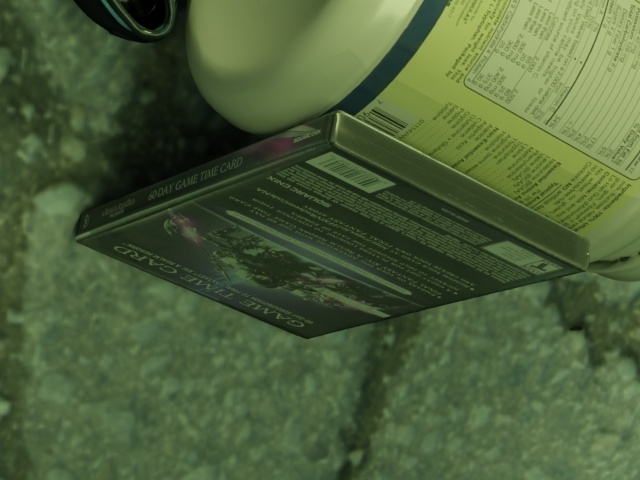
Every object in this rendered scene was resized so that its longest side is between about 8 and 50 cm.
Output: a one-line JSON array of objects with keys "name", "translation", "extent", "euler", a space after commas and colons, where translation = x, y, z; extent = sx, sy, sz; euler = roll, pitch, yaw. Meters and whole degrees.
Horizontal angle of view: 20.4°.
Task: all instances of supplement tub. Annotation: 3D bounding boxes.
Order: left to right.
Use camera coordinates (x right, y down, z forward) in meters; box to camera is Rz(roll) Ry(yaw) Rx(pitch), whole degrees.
[{"name": "supplement tub", "translation": [0.106, -0.122, 1.092], "extent": [0.325, 0.235, 0.235], "euler": [25, 99, -32]}]

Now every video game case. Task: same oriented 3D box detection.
[{"name": "video game case", "translation": [0.000, 0.000, 1.093], "extent": [0.196, 0.274, 0.026], "euler": [25, 66, -31]}]

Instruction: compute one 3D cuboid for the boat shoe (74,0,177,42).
[{"name": "boat shoe", "translation": [-0.136, -0.232, 1.016], "extent": [0.109, 0.089, 0.258], "euler": [-36, 122, -8]}]
